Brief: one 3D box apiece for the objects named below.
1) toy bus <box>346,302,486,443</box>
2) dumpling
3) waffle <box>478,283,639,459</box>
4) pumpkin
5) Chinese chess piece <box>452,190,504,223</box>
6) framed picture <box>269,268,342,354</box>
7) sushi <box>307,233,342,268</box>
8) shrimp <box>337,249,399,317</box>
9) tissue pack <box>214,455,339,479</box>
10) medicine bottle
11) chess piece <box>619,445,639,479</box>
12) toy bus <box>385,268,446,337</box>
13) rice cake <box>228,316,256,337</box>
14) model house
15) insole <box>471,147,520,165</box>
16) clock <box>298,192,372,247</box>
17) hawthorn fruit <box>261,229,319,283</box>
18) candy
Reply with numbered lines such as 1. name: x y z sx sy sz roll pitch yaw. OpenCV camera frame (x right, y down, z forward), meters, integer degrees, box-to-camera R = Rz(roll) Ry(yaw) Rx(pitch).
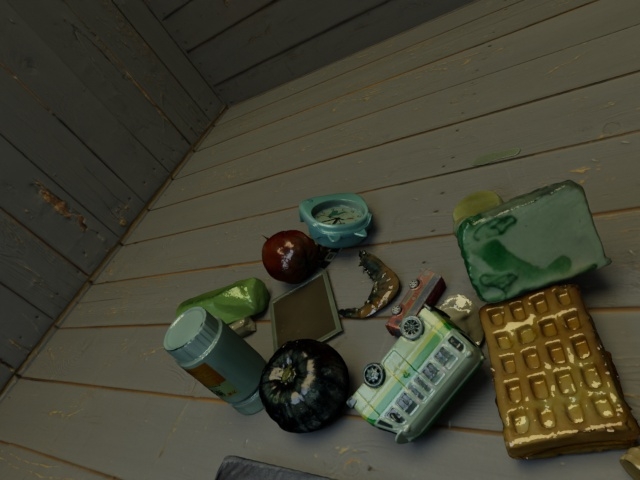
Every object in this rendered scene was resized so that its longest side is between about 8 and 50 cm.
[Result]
1. toy bus: 0.202 0.284 1.037 0.164 0.133 0.276 41 98 36
2. dumpling: 0.288 0.212 1.150 0.176 0.092 0.150 -35 46 -3
3. waffle: 0.434 0.245 0.953 0.224 0.098 0.328 -23 36 25
4. pumpkin: -0.041 0.351 1.223 0.233 0.163 0.233 -24 43 24
5. Chinese chess piece: 0.438 -0.073 1.378 0.144 0.058 0.144 -27 32 19
6. framed picture: -0.053 0.232 1.522 0.231 0.018 0.293 -31 33 11
7. sushi: 0.000 0.000 1.738 0.193 0.040 0.210 -49 34 -16
8. shrimp: 0.114 0.127 1.457 0.198 0.051 0.262 -38 35 2
9. tissue pack: -0.088 0.609 0.986 0.394 0.124 0.288 -8 42 38
10. medicine bottle: -0.263 0.322 1.335 0.158 0.318 0.158 -25 35 19
11. chess piece: 0.537 0.329 0.778 0.122 0.066 0.066 -37 32 -8
12. toy bus: 0.244 0.163 1.270 0.077 0.065 0.192 16 61 44
13. rice cake: -0.329 0.326 1.645 0.256 0.057 0.052 -29 16 15
14. model house: 0.446 -0.024 1.149 0.267 0.194 0.325 -22 8 14
15. insole: 0.546 -0.262 1.558 0.152 0.002 0.053 -9 42 38
16. clock: 0.055 -0.059 1.641 0.223 0.094 0.274 -9 34 -9
17. hawthorn fruit: -0.115 0.039 1.654 0.181 0.181 0.235 -45 51 -11
18. candy: -0.340 0.228 1.724 0.343 0.132 0.142 -20 -6 24
